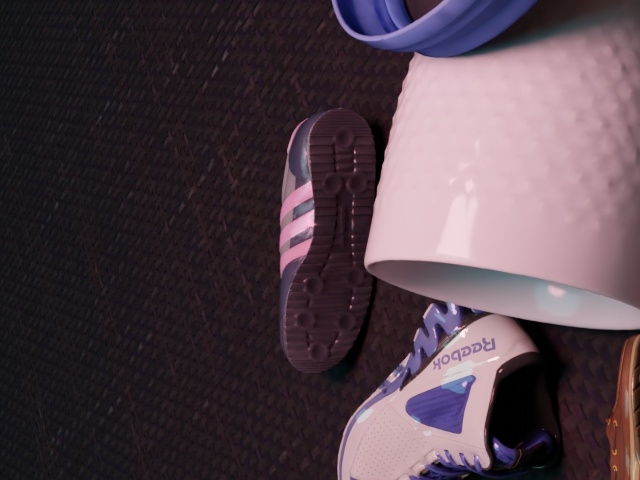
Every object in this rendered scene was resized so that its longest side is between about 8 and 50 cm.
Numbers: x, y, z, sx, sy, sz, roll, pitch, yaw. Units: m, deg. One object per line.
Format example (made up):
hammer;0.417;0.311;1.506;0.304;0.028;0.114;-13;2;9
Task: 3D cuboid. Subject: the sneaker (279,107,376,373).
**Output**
sneaker;0.000;0.000;1.849;0.131;0.112;0.319;-170;89;-70

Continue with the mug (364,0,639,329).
mug;0.250;-0.100;1.401;0.374;0.276;0.328;8;80;24

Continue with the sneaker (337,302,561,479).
sneaker;0.143;0.206;1.591;0.182;0.127;0.315;54;126;44

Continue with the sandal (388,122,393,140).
sandal;0.139;-0.153;1.701;0.049;0.072;0.180;53;126;15

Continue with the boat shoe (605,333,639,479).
boat shoe;0.297;0.176;1.439;0.060;0.064;0.178;-4;85;51

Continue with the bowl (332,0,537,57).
bowl;0.143;-0.340;1.326;0.391;0.077;0.391;-44;34;41
